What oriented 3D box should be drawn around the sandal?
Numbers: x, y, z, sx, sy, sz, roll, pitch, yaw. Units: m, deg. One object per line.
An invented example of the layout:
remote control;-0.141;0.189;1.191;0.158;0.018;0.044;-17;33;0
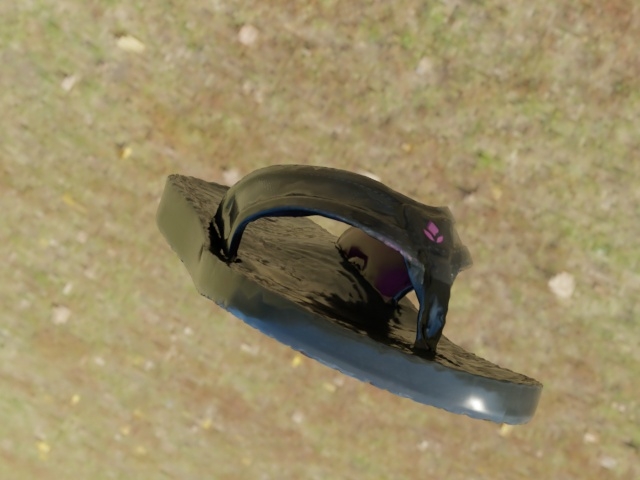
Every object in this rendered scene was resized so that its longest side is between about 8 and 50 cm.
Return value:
sandal;-0.003;-0.001;0.887;0.167;0.107;0.446;17;-172;-26
